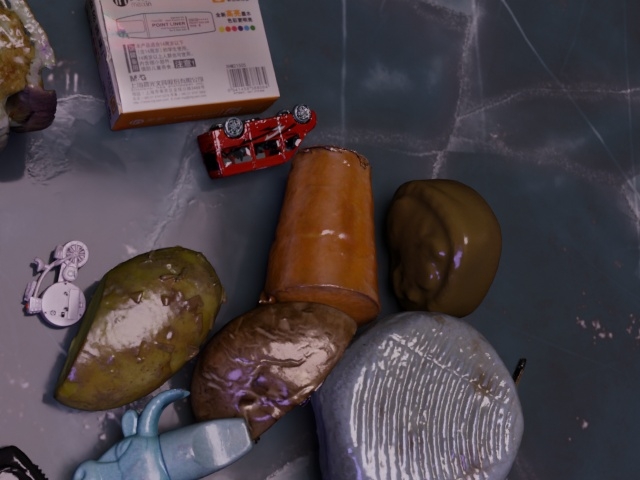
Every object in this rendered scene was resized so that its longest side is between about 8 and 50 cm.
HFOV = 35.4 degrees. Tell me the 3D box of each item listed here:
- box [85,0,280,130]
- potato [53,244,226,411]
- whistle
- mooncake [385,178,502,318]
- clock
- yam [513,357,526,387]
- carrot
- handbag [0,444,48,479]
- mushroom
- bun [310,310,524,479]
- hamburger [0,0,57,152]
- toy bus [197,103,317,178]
[{"bbox_3d":[-0.219,-0.301,1.588,0.274,0.091,0.220,-8,81,-25],"label":"box"},{"bbox_3d":[-0.266,0.127,1.449,0.176,0.141,0.298,46,65,-4],"label":"potato"},{"bbox_3d":[-0.229,0.315,1.414,0.274,0.093,0.186,-19,75,-2],"label":"whistle"},{"bbox_3d":[0.192,0.013,1.631,0.117,0.235,0.235,-3,80,-25],"label":"mooncake"},{"bbox_3d":[-0.382,0.060,1.468,0.087,0.041,0.129,15,78,-24],"label":"clock"},{"bbox_3d":[0.339,0.253,1.760,0.014,0.014,0.107,34,68,-14],"label":"yam"},{"bbox_3d":[0.000,0.000,1.595,0.196,0.196,0.254,12,63,-21],"label":"carrot"},{"bbox_3d":[-0.432,0.445,1.344,0.244,0.088,0.275,-35,95,-22],"label":"handbag"},{"bbox_3d":[-0.089,0.176,1.485,0.286,0.156,0.151,-42,105,2],"label":"mushroom"},{"bbox_3d":[0.146,0.282,1.568,0.354,0.194,0.354,4,79,-19],"label":"bun"},{"bbox_3d":[-0.499,-0.253,1.355,0.195,0.277,0.318,-37,90,-30],"label":"hamburger"},{"bbox_3d":[-0.095,-0.161,1.622,0.195,0.081,0.089,-16,95,-26],"label":"toy bus"}]
